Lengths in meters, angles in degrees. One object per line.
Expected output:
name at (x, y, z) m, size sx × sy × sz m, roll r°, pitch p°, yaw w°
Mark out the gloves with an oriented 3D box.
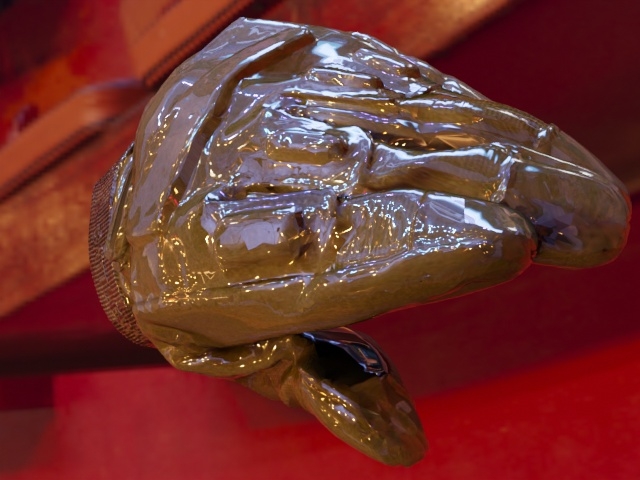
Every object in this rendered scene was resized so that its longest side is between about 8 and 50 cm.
gloves at (-0.013, -0.009, 0.654) m, size 0.154 × 0.141 × 0.331 m, roll -54°, pitch 18°, yaw -15°
